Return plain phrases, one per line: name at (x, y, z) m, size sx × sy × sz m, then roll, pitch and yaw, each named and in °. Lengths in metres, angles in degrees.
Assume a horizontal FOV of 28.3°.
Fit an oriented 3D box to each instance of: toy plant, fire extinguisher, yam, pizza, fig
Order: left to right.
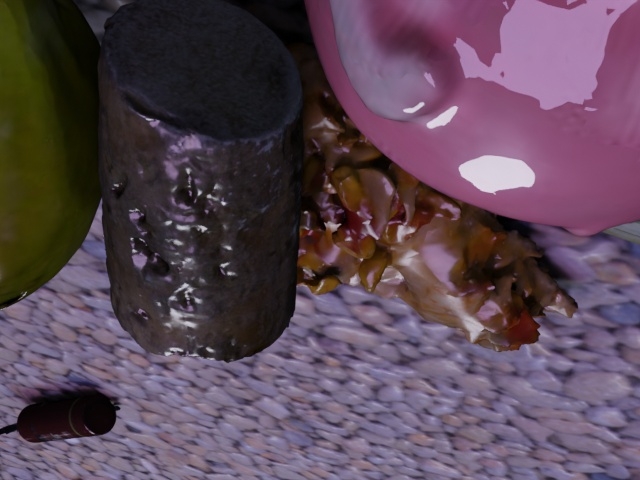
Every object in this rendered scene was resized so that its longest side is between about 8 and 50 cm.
fig at (-0.206, -0.052, 0.665) m, size 0.314 × 0.233 × 0.233 m, roll 9°, pitch 153°, yaw 51°
fire extinguisher at (-0.276, 0.189, 1.337) m, size 0.064 × 0.043 × 0.158 m, roll -13°, pitch 180°, yaw -45°
yam at (-0.062, -0.029, 0.662) m, size 0.107 × 0.107 × 0.194 m, roll 15°, pitch 139°, yaw 8°
pizza at (0.000, 0.000, 0.824) m, size 0.251 × 0.074 × 0.288 m, roll -11°, pitch 137°, yaw 46°
toy plant at (0.122, -0.147, 0.330) m, size 0.317 × 0.211 × 0.356 m, roll 54°, pitch 146°, yaw 22°

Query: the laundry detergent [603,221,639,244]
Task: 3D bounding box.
laundry detergent at (0.121, -0.055, 0.659) m, size 0.226 × 0.070 × 0.099 m, roll 20°, pitch 157°, yaw 1°
